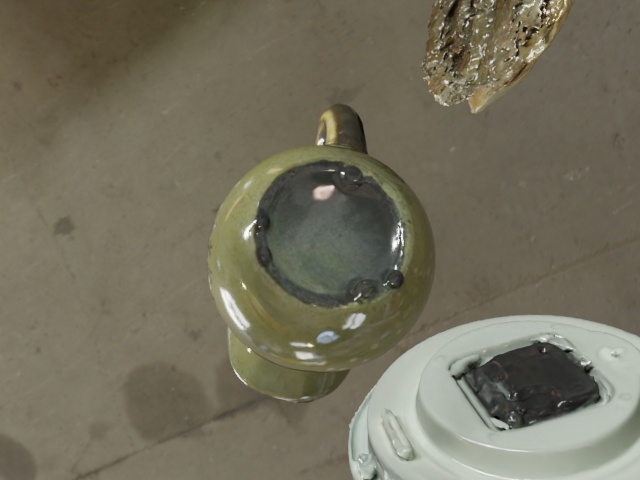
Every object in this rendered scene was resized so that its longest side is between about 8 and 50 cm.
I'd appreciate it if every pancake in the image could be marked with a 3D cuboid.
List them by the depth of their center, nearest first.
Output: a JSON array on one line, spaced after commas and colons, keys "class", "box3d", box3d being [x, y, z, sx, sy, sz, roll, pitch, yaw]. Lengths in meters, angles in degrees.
[{"class": "pancake", "box3d": [0.307, -0.394, 1.583, 0.071, 0.382, 0.382, 21, 126, -27]}]

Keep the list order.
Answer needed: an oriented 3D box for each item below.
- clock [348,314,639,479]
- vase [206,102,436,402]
[{"class": "clock", "box3d": [0.130, 0.105, 0.557, 0.237, 0.236, 0.053, 0, 118, 23]}, {"class": "vase", "box3d": [0.000, 0.000, 1.025, 0.241, 0.329, 0.302, 10, 159, -3]}]
